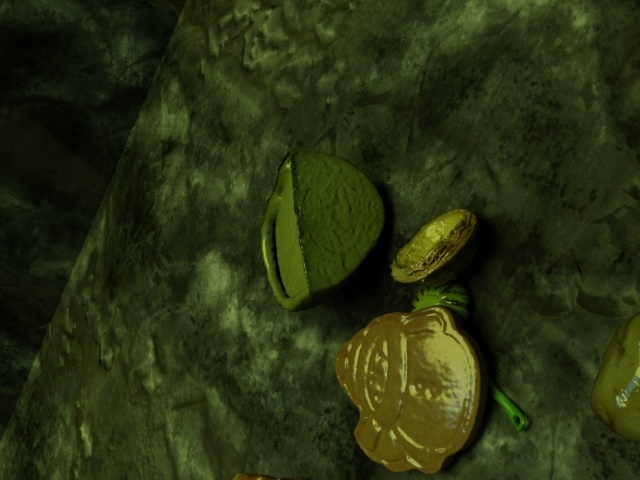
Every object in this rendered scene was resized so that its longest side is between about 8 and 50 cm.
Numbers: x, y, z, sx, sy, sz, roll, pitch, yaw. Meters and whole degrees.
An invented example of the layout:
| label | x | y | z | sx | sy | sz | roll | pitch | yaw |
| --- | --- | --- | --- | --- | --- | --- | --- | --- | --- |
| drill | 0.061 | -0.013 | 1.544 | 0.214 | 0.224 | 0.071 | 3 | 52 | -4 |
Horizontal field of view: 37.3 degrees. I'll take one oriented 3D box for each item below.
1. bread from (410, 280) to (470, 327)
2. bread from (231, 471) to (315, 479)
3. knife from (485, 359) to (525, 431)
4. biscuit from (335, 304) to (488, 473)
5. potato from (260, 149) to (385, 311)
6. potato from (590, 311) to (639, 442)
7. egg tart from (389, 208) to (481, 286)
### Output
| label | x | y | z | sx | sy | sz | roll | pitch | yaw |
| --- | --- | --- | --- | --- | --- | --- | --- | --- | --- |
| bread | 0.230 | 0.141 | 1.853 | 0.139 | 0.071 | 0.130 | -24 | 54 | 47 |
| bread | -0.063 | 0.623 | 1.946 | 0.279 | 0.207 | 0.279 | -3 | 76 | 55 |
| knife | 0.322 | 0.283 | 1.707 | 0.166 | 0.022 | 0.078 | 46 | 130 | 51 |
| biscuit | 0.166 | 0.286 | 1.815 | 0.351 | 0.057 | 0.312 | -11 | 79 | 43 |
| potato | 0.000 | 0.000 | 2.144 | 0.280 | 0.213 | 0.330 | 137 | 127 | -62 |
| potato | 0.487 | 0.200 | 1.416 | 0.154 | 0.137 | 0.200 | 42 | 112 | 53 |
| egg tart | 0.229 | 0.024 | 1.835 | 0.212 | 0.090 | 0.212 | -35 | 13 | 9 |
